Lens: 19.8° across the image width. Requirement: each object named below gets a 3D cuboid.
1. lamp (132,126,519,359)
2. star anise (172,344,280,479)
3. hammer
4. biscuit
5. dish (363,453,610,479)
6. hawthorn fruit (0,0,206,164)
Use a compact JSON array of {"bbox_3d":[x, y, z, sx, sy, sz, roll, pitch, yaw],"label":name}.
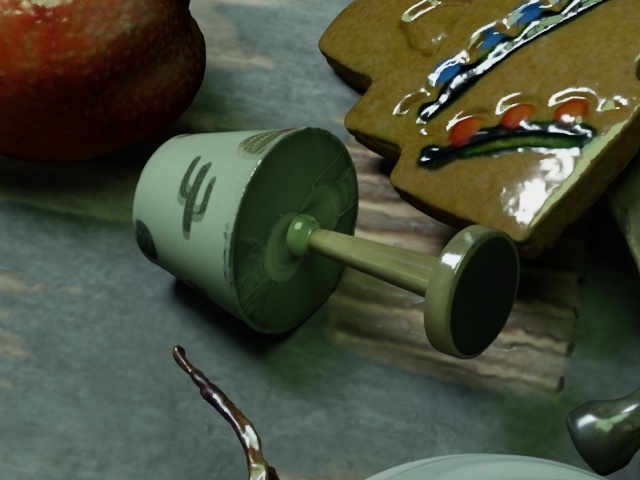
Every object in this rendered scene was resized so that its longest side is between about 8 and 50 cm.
[{"bbox_3d":[0.000,0.000,1.017,0.214,0.121,0.121,18,50,34],"label":"lamp"},{"bbox_3d":[-0.039,0.138,0.927,0.097,0.070,0.191,-27,60,-8],"label":"star anise"},{"bbox_3d":[0.168,-0.055,1.071,0.168,0.044,0.440,-29,38,10],"label":"hammer"},{"bbox_3d":[0.123,-0.109,1.088,0.278,0.043,0.301,-20,40,18],"label":"biscuit"},{"bbox_3d":[0.101,0.189,0.828,0.260,0.085,0.260,7,50,-8],"label":"dish"},{"bbox_3d":[-0.171,-0.122,1.125,0.188,0.169,0.169,-21,49,-10],"label":"hawthorn fruit"}]
